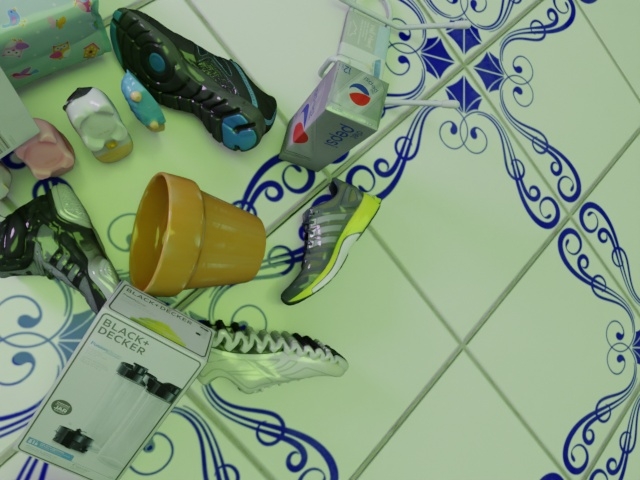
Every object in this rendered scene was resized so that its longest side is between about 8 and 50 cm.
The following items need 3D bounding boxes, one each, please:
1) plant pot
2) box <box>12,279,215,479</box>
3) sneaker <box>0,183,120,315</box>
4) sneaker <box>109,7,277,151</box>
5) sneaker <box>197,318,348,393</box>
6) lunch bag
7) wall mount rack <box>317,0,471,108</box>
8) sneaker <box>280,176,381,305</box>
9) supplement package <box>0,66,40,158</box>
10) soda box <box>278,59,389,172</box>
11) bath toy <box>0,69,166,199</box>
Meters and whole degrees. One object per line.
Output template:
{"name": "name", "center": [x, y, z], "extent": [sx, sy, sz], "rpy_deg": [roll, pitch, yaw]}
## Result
{"name": "plant pot", "center": [-0.207, 0.002, 0.789], "extent": [0.188, 0.205, 0.204], "rpy_deg": [12, 79, -35]}
{"name": "box", "center": [-0.313, 0.225, 0.696], "extent": [0.169, 0.087, 0.289], "rpy_deg": [35, 103, -15]}
{"name": "sneaker", "center": [-0.428, 0.050, 0.741], "extent": [0.153, 0.101, 0.268], "rpy_deg": [-26, 87, -21]}
{"name": "sneaker", "center": [-0.237, -0.311, 0.865], "extent": [0.341, 0.125, 0.139], "rpy_deg": [39, 44, -10]}
{"name": "sneaker", "center": [-0.093, 0.230, 0.852], "extent": [0.293, 0.110, 0.118], "rpy_deg": [12, 87, -11]}
{"name": "lunch bag", "center": [-0.514, -0.406, 0.730], "extent": [0.224, 0.160, 0.262], "rpy_deg": [-33, 86, -21]}
{"name": "wall mount rack", "center": [0.162, -0.421, 1.006], "extent": [0.305, 0.130, 0.349], "rpy_deg": [15, 79, -19]}
{"name": "sneaker", "center": [0.000, 0.000, 0.919], "extent": [0.121, 0.111, 0.299], "rpy_deg": [36, 67, -3]}
{"name": "supplement package", "center": [-0.538, -0.209, 0.600], "extent": [0.244, 0.133, 0.139], "rpy_deg": [33, 62, 13]}
{"name": "soda box", "center": [0.011, -0.213, 0.838], "extent": [0.098, 0.286, 0.091], "rpy_deg": [18, 79, -18]}
{"name": "bath toy", "center": [-0.441, -0.164, 0.746], "extent": [0.348, 0.151, 0.129], "rpy_deg": [-31, 58, -19]}
